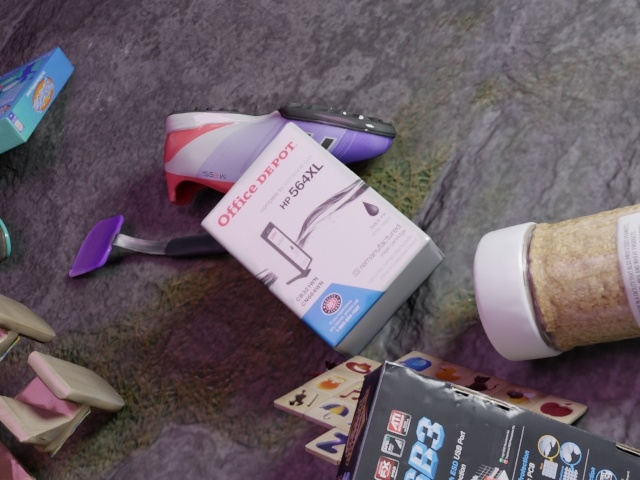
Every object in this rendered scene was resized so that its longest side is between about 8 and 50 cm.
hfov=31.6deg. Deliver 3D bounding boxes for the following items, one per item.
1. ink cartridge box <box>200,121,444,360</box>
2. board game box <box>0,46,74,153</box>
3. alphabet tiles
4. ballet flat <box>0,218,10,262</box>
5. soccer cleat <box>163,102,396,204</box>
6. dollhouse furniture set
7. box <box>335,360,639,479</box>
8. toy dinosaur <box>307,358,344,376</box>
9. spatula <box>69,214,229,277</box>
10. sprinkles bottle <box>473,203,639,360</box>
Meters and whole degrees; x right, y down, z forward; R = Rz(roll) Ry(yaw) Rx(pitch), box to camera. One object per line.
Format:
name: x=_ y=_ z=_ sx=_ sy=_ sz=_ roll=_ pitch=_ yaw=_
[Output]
ink cartridge box: x=0.000 y=0.000 z=1.163 sx=0.203 sy=0.086 sz=0.148 roll=41 pitch=90 yaw=22
board game box: x=-0.469 y=-0.190 z=1.668 sx=0.160 sy=0.047 sz=0.210 roll=-20 pitch=31 yaw=25
alphabet tiles: x=0.082 y=0.156 z=1.004 sx=0.237 sy=0.009 sz=0.198 roll=14 pitch=27 yaw=42
ballet flat: x=-0.534 y=-0.029 z=1.614 sx=0.280 sy=0.096 sz=0.095 roll=33 pitch=124 yaw=49
soccer cleat: x=-0.053 y=-0.096 z=1.319 sx=0.318 sy=0.109 sz=0.116 roll=3 pitch=86 yaw=34
dollhouse furniture set: x=-0.469 y=0.218 z=1.367 sx=0.394 sy=0.256 sz=0.362 roll=40 pitch=89 yaw=24
box: x=0.135 y=0.271 z=0.805 sx=0.073 sy=0.293 sz=0.295 roll=122 pitch=166 yaw=-67
toy dinosaur: x=0.024 y=0.161 z=1.130 sx=0.090 sy=0.047 sz=0.082 roll=139 pitch=137 yaw=-56
spatula: x=-0.208 y=0.005 z=1.398 sx=0.296 sy=0.030 sz=0.084 roll=-1 pitch=58 yaw=36
sprinkles bottle: x=0.311 y=0.018 z=0.942 sx=0.355 sy=0.121 sz=0.121 roll=-13 pitch=54 yaw=29
